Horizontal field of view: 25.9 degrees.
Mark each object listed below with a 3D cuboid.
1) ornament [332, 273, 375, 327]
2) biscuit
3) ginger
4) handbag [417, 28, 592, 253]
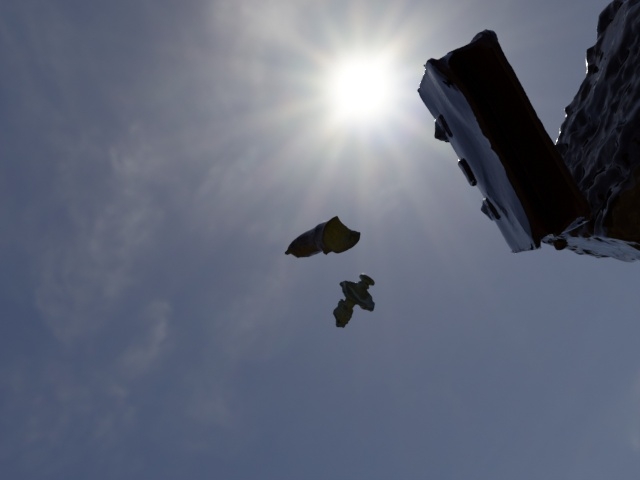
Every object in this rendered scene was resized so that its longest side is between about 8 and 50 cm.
[{"bbox_3d":[0.056,0.097,2.307,0.092,0.068,0.041,-27,-10,-19],"label":"ornament"},{"bbox_3d":[0.450,-0.157,1.908,0.342,0.166,0.395,178,114,-82],"label":"biscuit"},{"bbox_3d":[0.003,-0.004,1.946,0.044,0.137,0.057,11,-103,-32],"label":"ginger"},{"bbox_3d":[0.213,-0.107,1.657,0.084,0.260,0.275,-30,-1,-3],"label":"handbag"}]
